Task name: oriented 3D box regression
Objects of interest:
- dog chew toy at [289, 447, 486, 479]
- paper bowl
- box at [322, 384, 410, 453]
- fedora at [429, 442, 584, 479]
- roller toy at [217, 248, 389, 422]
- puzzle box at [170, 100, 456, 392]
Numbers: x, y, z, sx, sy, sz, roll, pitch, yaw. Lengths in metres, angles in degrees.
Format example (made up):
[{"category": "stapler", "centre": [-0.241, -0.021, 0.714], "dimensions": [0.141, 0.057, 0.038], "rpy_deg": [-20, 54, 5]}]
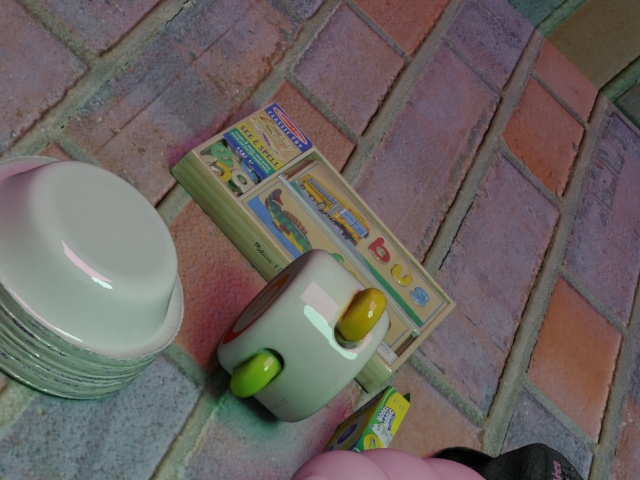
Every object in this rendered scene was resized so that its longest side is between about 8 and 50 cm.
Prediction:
[{"category": "dog chew toy", "centre": [0.077, 0.326, 1.843], "dimensions": [0.332, 0.207, 0.206], "rpy_deg": [31, 33, -48]}, {"category": "paper bowl", "centre": [-0.275, 0.024, 1.846], "dimensions": [0.284, 0.148, 0.284], "rpy_deg": [30, 35, -24]}, {"category": "box", "centre": [0.049, 0.248, 2.030], "dimensions": [0.043, 0.105, 0.179], "rpy_deg": [46, 30, -3]}, {"category": "fedora", "centre": [0.276, 0.381, 2.114], "dimensions": [0.334, 0.152, 0.334], "rpy_deg": [32, 34, -25]}, {"category": "roller toy", "centre": [-0.015, 0.119, 2.009], "dimensions": [0.146, 0.209, 0.191], "rpy_deg": [44, 2, -9]}, {"category": "puzzle box", "centre": [0.000, 0.000, 2.305], "dimensions": [0.409, 0.052, 0.272], "rpy_deg": [48, 30, 1]}]
